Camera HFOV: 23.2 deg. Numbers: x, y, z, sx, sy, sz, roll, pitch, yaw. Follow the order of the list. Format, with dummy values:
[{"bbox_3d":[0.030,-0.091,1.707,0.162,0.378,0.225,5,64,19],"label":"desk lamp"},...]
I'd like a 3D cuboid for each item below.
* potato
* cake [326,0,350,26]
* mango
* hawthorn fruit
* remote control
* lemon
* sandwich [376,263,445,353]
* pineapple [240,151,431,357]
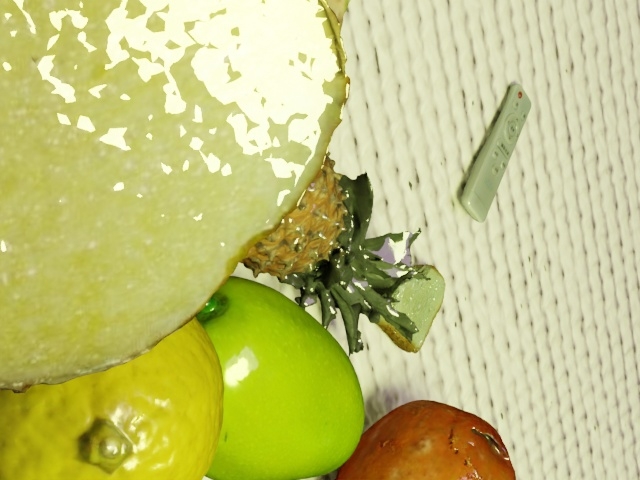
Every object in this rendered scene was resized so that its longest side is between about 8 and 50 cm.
[{"bbox_3d":[-0.233,-0.128,1.140,0.442,0.319,0.385,-5,124,-21],"label":"potato"},{"bbox_3d":[-0.101,-0.175,1.396,0.199,0.196,0.293,14,87,-52],"label":"cake"},{"bbox_3d":[-0.057,0.160,1.568,0.192,0.156,0.343,-59,142,-8],"label":"mango"},{"bbox_3d":[0.095,0.325,1.750,0.299,0.211,0.211,-50,133,-31],"label":"hawthorn fruit"},{"bbox_3d":[0.215,-0.109,1.923,0.050,0.027,0.184,50,57,-45],"label":"remote control"},{"bbox_3d":[-0.204,0.133,1.309,0.267,0.267,0.267,-16,111,-47],"label":"lemon"},{"bbox_3d":[0.105,0.068,1.827,0.105,0.036,0.093,-59,136,-22],"label":"sandwich"},{"bbox_3d":[-0.001,-0.003,1.617,0.364,0.165,0.165,41,68,-55],"label":"pineapple"}]
